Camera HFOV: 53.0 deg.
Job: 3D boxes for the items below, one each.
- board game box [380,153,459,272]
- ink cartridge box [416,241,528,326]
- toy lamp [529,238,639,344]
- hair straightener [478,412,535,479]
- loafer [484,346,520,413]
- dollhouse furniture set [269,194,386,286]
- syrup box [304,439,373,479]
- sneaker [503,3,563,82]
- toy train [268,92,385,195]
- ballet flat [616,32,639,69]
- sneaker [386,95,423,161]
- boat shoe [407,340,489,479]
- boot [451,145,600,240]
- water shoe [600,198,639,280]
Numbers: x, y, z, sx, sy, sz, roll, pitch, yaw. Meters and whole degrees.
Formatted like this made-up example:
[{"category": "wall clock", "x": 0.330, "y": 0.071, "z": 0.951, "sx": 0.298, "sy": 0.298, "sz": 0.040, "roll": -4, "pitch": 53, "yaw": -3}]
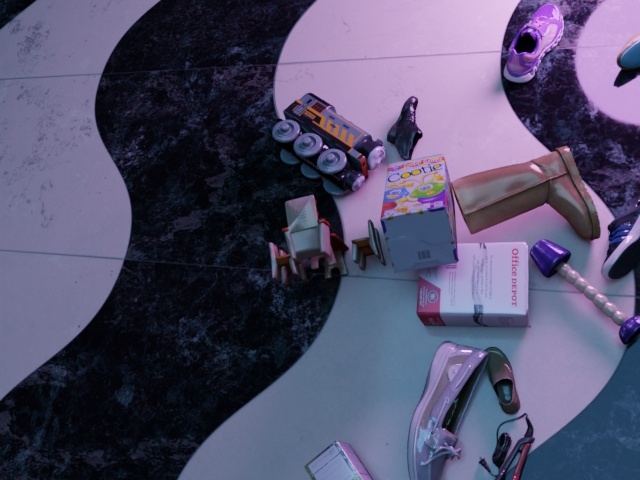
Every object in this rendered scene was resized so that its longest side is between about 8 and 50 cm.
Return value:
[{"category": "board game box", "x": 0.228, "y": -0.069, "z": 1.465, "sx": 0.144, "sy": 0.142, "sz": 0.275, "roll": -10, "pitch": 28, "yaw": 15}, {"category": "ink cartridge box", "x": 0.345, "y": 0.100, "z": 1.443, "sx": 0.237, "sy": 0.100, "sz": 0.172, "roll": -2, "pitch": 66, "yaw": 21}, {"category": "toy lamp", "x": 0.565, "y": 0.100, "z": 1.376, "sx": 0.080, "sy": 0.080, "sz": 0.275, "roll": -42, "pitch": 59, "yaw": -2}, {"category": "hair straightener", "x": 0.366, "y": 0.453, "z": 1.305, "sx": 0.089, "sy": 0.047, "sz": 0.230, "roll": 19, "pitch": 74, "yaw": 26}, {"category": "loafer", "x": 0.387, "y": 0.293, "z": 1.368, "sx": 0.056, "sy": 0.050, "sz": 0.148, "roll": -22, "pitch": 61, "yaw": 9}, {"category": "dollhouse furniture set", "x": 0.000, "y": 0.000, "z": 1.526, "sx": 0.262, "sy": 0.259, "sz": 0.135, "roll": -13, "pitch": 72, "yaw": 13}, {"category": "syrup box", "x": 0.076, "y": 0.545, "z": 1.341, "sx": 0.093, "sy": 0.096, "sz": 0.237, "roll": -40, "pitch": 60, "yaw": 2}, {"category": "sneaker", "x": 0.551, "y": -0.524, "z": 1.653, "sx": 0.095, "sy": 0.104, "sz": 0.236, "roll": 26, "pitch": 76, "yaw": 29}, {"category": "toy train", "x": 0.015, "y": -0.260, "z": 1.716, "sx": 0.334, "sy": 0.142, "sz": 0.190, "roll": 37, "pitch": 73, "yaw": 29}, {"category": "ballet flat", "x": 0.817, "y": -0.492, "z": 1.570, "sx": 0.232, "sy": 0.080, "sz": 0.073, "roll": -27, "pitch": 32, "yaw": 4}, {"category": "sneaker", "x": 0.238, "y": -0.295, "z": 1.695, "sx": 0.089, "sy": 0.051, "sz": 0.170, "roll": 27, "pitch": 83, "yaw": 28}, {"category": "boat shoe", "x": 0.264, "y": 0.367, "z": 1.340, "sx": 0.103, "sy": 0.118, "sz": 0.320, "roll": 6, "pitch": 62, "yaw": 34}, {"category": "boot", "x": 0.464, "y": -0.070, "z": 1.462, "sx": 0.269, "sy": 0.089, "sz": 0.236, "roll": -20, "pitch": 74, "yaw": 7}, {"category": "water shoe", "x": 0.663, "y": -0.001, "z": 1.404, "sx": 0.203, "sy": 0.073, "sz": 0.080, "roll": -51, "pitch": 34, "yaw": -7}]
